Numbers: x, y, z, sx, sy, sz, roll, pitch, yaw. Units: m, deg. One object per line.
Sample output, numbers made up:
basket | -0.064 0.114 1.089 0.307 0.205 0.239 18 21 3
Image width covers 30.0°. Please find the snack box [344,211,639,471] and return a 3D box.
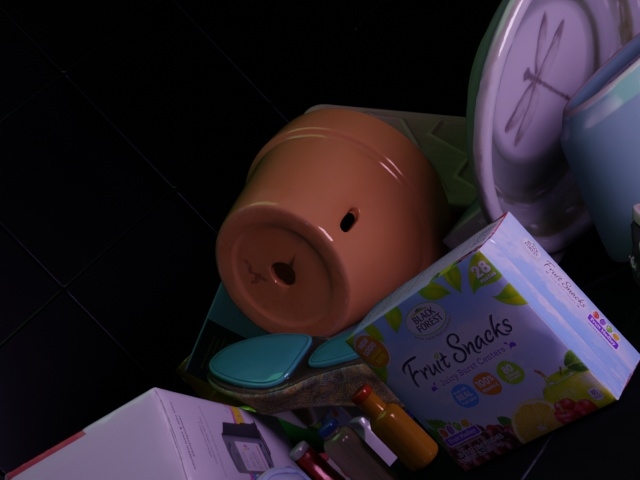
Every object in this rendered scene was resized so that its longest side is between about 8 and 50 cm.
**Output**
snack box | 0.148 0.096 1.067 0.207 0.174 0.070 -38 5 46

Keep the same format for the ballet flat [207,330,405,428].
ballet flat | 0.004 0.170 1.438 0.348 0.123 0.123 -14 24 41

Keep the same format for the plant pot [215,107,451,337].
plant pot | 0.000 0.000 1.558 0.291 0.291 0.203 -40 3 41

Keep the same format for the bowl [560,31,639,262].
bowl | 0.384 -0.140 1.297 0.311 0.163 0.311 -42 4 3

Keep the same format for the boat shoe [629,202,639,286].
boat shoe | 0.322 0.022 1.097 0.206 0.075 0.065 -71 -16 -70

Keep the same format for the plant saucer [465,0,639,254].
plant saucer | 0.276 -0.184 1.424 0.100 0.400 0.400 23 58 39

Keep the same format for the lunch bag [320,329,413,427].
lunch bag | 0.062 0.193 1.507 0.129 0.096 0.151 -41 34 32

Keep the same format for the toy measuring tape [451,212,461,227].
toy measuring tape | 0.299 -0.056 1.934 0.330 0.121 0.121 -21 5 0

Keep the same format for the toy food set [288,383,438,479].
toy food set | 0.029 0.231 1.331 0.111 0.104 0.232 -45 4 -18

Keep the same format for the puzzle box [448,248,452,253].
puzzle box | 0.306 -0.084 2.240 0.409 0.052 0.272 -46 4 -34

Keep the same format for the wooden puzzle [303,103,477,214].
wooden puzzle | 0.163 -0.107 1.820 0.322 0.348 0.080 -112 24 -58

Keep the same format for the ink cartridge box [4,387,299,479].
ink cartridge box | -0.182 0.295 1.416 0.226 0.131 0.306 -32 -24 14

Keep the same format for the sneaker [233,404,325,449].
sneaker | -0.050 0.285 1.670 0.109 0.123 0.295 0 -10 -40

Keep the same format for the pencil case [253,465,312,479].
pencil case | -0.104 0.355 1.304 0.273 0.113 0.124 -42 22 30

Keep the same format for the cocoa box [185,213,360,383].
cocoa box | -0.027 0.071 1.863 0.231 0.228 0.347 -58 -8 -71

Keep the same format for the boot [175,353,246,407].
boot | -0.142 0.266 1.883 0.104 0.211 0.295 -44 4 -4

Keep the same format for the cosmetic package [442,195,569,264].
cosmetic package | 0.277 -0.042 1.572 0.238 0.127 0.107 -45 1 -38
